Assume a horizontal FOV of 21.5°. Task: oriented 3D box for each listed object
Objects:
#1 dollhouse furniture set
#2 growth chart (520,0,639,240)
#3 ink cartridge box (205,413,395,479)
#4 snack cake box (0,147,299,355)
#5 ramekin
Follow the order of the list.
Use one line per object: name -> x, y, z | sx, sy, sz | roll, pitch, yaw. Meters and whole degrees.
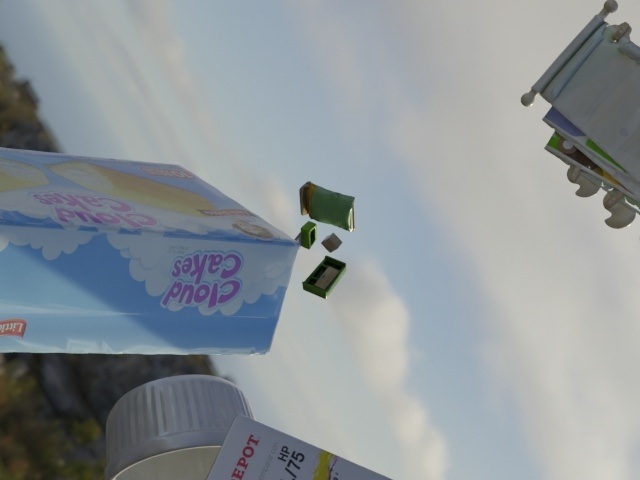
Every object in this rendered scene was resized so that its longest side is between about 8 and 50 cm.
dollhouse furniture set -> 0.000, 0.000, 2.181 | 0.076, 0.058, 0.151 | 23, -39, 22
growth chart -> 0.319, -0.122, 1.778 | 0.237, 0.172, 0.021 | 51, 11, 25
ink cartridge box -> -0.020, 0.360, 1.845 | 0.270, 0.198, 0.197 | 23, -35, 3
snack cake box -> -0.165, 0.005, 1.111 | 0.264, 0.089, 0.152 | 4, 19, -43
ramekin -> -0.173, 0.251, 2.099 | 0.207, 0.207, 0.109 | 65, 11, -60
